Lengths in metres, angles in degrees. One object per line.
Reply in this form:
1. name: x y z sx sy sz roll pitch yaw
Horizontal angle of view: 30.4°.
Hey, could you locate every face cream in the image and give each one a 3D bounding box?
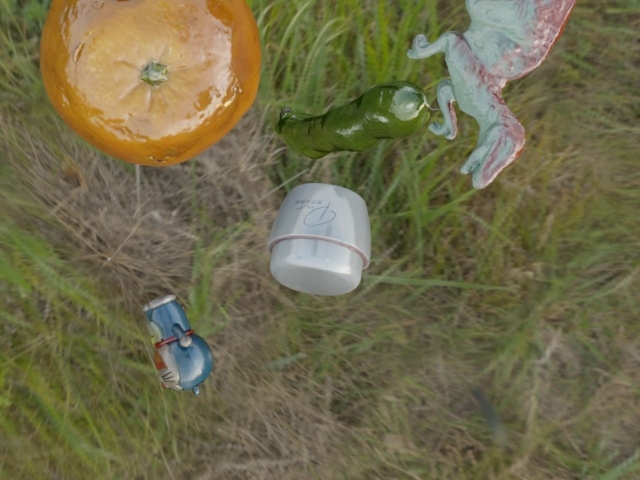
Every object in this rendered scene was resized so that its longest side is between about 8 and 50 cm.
1. face cream: 0.000 0.000 1.329 0.117 0.117 0.104 12 69 -10

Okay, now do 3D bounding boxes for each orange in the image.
1. orange: -0.215 -0.237 1.514 0.283 0.226 0.284 -4 117 -7

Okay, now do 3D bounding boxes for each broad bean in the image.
1. broad bean: 0.023 -0.102 1.034 0.052 0.256 0.053 8 87 -26

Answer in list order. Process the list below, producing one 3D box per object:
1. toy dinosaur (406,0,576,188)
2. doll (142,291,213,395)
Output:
1. toy dinosaur: 0.158 -0.174 0.880 0.242 0.053 0.167 -43 58 10
2. doll: -0.205 0.152 1.691 0.085 0.114 0.152 -22 90 -22
